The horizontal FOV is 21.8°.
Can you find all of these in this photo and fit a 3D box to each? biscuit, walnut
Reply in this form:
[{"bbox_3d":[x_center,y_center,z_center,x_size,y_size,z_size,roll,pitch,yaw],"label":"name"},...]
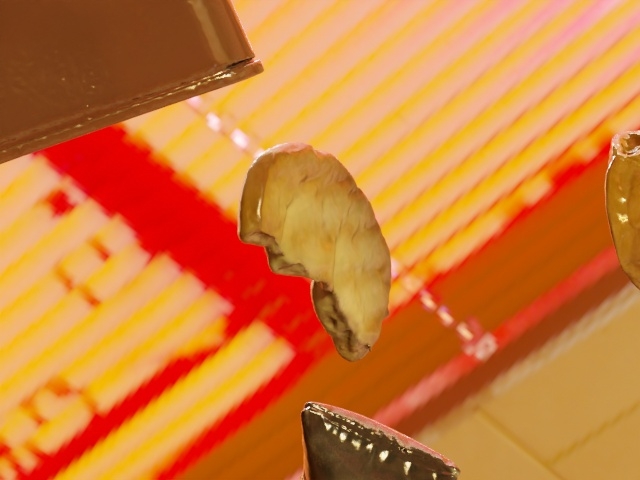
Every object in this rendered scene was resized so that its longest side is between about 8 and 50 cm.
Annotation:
[{"bbox_3d":[0.000,-0.004,1.576,0.045,0.299,0.154,-2,-119,24],"label":"biscuit"},{"bbox_3d":[0.359,-0.032,1.703,0.087,0.167,0.211,-17,-156,25],"label":"walnut"}]

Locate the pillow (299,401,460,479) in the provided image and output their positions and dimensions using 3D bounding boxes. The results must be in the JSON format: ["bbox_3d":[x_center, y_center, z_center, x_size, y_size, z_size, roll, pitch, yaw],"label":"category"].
[{"bbox_3d":[0.050,0.290,1.866,0.250,0.186,0.106,99,18,-50],"label":"pillow"}]

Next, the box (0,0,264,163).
[{"bbox_3d":[-0.255,-0.188,1.405,0.339,0.229,0.239,-22,-172,-10],"label":"box"}]
